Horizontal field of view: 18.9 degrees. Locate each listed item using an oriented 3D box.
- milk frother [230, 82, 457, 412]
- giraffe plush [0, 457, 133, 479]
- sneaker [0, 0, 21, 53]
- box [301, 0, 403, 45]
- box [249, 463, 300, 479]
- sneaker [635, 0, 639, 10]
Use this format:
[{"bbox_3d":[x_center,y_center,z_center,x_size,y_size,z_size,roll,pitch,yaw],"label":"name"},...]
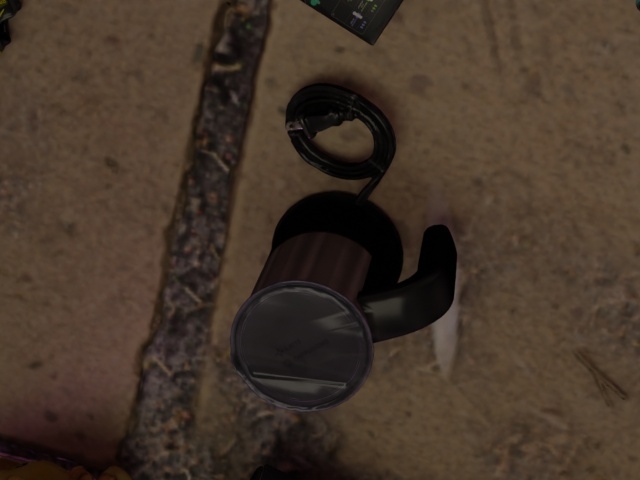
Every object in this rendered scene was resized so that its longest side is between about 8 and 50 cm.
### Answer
[{"bbox_3d":[0.000,0.000,1.127,0.129,0.135,0.143,-32,105,20],"label":"milk frother"},{"bbox_3d":[-0.205,0.213,1.227,0.210,0.181,0.171,20,100,-1],"label":"giraffe plush"},{"bbox_3d":[-0.208,-0.118,1.168,0.035,0.031,0.083,26,116,-2],"label":"sneaker"},{"bbox_3d":[0.012,-0.160,1.093,0.083,0.062,0.052,31,114,-5],"label":"box"},{"bbox_3d":[0.010,0.373,1.294,0.318,0.097,0.395,27,121,-3],"label":"box"},{"bbox_3d":[0.201,-0.190,1.049,0.076,0.065,0.167,1,112,14],"label":"sneaker"}]
